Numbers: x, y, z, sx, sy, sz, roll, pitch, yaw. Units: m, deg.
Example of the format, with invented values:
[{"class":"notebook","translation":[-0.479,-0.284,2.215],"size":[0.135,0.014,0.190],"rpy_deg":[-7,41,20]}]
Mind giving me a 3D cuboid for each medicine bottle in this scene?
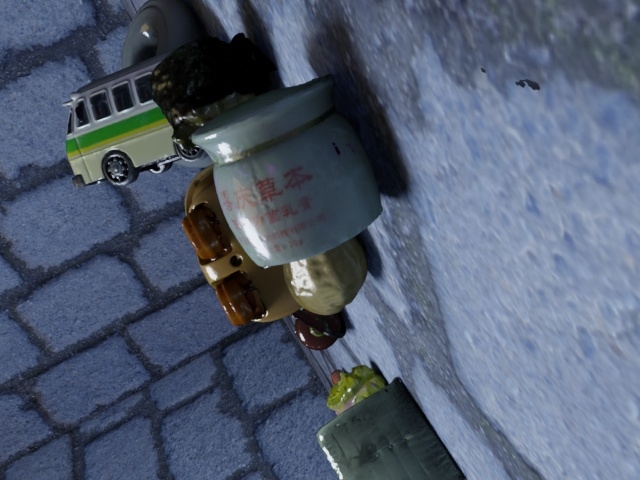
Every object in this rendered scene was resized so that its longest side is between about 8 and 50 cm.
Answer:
[{"class":"medicine bottle","translation":[-0.030,-0.068,0.556],"size":[0.143,0.147,0.147],"rpy_deg":[66,170,-18]}]

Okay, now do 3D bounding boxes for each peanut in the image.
[{"class":"peanut","translation":[0.000,0.000,0.743],"size":[0.120,0.110,0.236],"rpy_deg":[-98,-2,-47]}]

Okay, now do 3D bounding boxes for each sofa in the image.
[{"class":"sofa","translation":[0.115,0.390,1.048],"size":[0.210,0.176,0.225],"rpy_deg":[55,170,30]}]

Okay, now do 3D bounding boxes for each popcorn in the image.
[{"class":"popcorn","translation":[0.082,0.322,1.204],"size":[0.126,0.126,0.145],"rpy_deg":[24,116,52]}]

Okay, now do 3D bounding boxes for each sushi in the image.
[{"class":"sushi","translation":[-0.116,-0.179,0.773],"size":[0.115,0.147,0.212],"rpy_deg":[53,-173,10]}]

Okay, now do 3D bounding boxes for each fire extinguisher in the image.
[{"class":"fire extinguisher","translation":[-0.020,0.181,1.311],"size":[0.142,0.105,0.341],"rpy_deg":[23,171,1]}]

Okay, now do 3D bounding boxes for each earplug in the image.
[{"class":"earplug","translation":[-0.265,-0.292,1.128],"size":[0.214,0.175,0.325],"rpy_deg":[-3,114,44]}]

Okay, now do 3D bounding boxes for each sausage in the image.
[{"class":"sausage","translation":[0.084,0.430,1.707],"size":[0.053,0.053,0.348],"rpy_deg":[63,171,-8]}]

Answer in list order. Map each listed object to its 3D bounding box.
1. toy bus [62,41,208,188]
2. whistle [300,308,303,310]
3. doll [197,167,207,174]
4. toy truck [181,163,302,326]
[{"class":"toy bus","translation":[-0.277,-0.202,0.983],"size":[0.143,0.306,0.179],"rpy_deg":[-46,-61,-66]},{"class":"whistle","translation":[-0.055,0.119,1.515],"size":[0.198,0.057,0.104],"rpy_deg":[64,172,-24]},{"class":"doll","translation":[-0.181,-0.071,1.348],"size":[0.256,0.161,0.215],"rpy_deg":[61,-163,-15]},{"class":"toy truck","translation":[-0.119,-0.005,1.046],"size":[0.288,0.204,0.211],"rpy_deg":[63,173,-12]}]
